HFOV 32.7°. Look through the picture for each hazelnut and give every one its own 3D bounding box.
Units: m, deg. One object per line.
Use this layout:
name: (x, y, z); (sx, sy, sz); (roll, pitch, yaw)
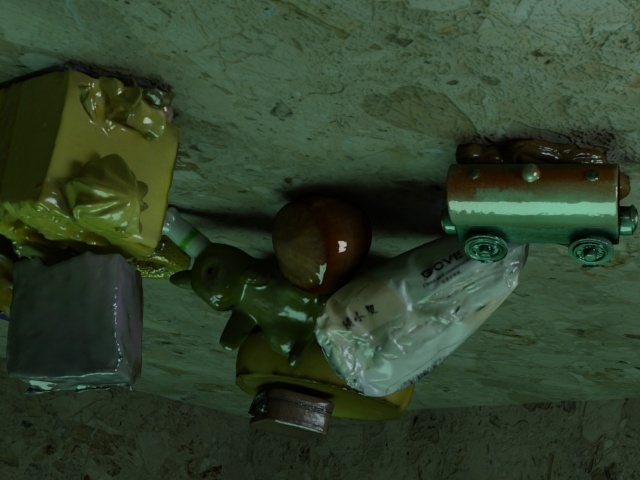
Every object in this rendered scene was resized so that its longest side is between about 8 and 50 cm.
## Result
hazelnut: (0.000, 0.000, 1.853); (0.182, 0.182, 0.182); (5, 162, 2)

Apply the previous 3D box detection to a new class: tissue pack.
tissue pack: (0.172, 0.109, 1.833); (0.376, 0.195, 0.390); (-31, 176, -4)

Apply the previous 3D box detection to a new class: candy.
candy: (-0.348, 0.119, 1.536); (0.185, 0.195, 0.137); (-3, 166, 9)

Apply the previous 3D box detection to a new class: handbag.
handbag: (-0.064, 0.354, 2.221); (0.151, 0.072, 0.193); (16, 164, -12)

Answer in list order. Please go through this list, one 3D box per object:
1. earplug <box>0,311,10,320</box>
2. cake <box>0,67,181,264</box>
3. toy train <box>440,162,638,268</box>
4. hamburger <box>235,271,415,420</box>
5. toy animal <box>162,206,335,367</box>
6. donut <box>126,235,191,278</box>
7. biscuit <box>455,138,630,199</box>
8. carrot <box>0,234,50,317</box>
earplug: (-0.555, 0.087, 2.225); (0.215, 0.215, 0.456); (2, 166, 11)
cake: (-0.327, -0.097, 1.524); (0.286, 0.227, 0.222); (-8, 157, 35)
toy train: (0.309, -0.050, 1.572); (0.285, 0.116, 0.177); (2, 146, 19)
hamburger: (0.032, 0.197, 2.240); (0.396, 0.277, 0.396); (10, 163, 3)
toy animal: (-0.151, 0.088, 1.978); (0.363, 0.180, 0.181); (18, 120, -4)
donut: (-0.341, 0.033, 2.190); (0.178, 0.065, 0.162); (1, 161, 15)
biscuit: (0.333, -0.093, 1.648); (0.290, 0.041, 0.208); (12, 160, -20)
carrot: (-0.496, -0.008, 1.754); (0.242, 0.340, 0.241); (9, 146, 6)
